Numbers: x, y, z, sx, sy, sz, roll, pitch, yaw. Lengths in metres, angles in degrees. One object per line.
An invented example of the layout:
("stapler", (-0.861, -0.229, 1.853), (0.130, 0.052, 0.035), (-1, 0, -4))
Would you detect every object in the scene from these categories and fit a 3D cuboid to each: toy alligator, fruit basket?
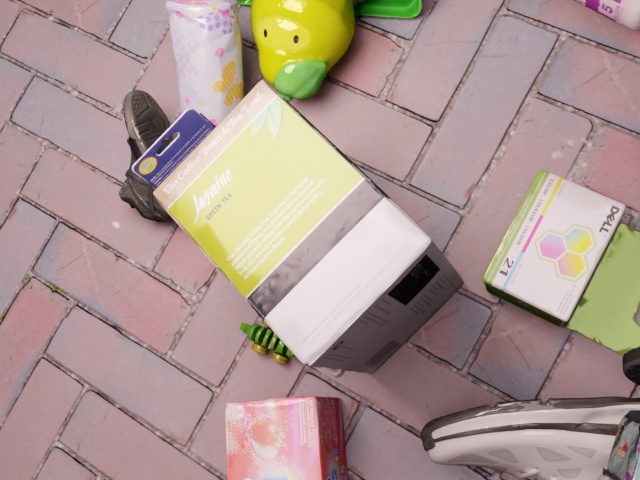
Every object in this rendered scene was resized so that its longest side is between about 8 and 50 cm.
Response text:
("toy alligator", (-0.053, 0.169, 1.213), (0.190, 0.051, 0.056), (22, 85, 20))
("fruit basket", (-0.024, -0.434, 1.241), (0.393, 0.283, 0.391), (-6, 60, 10))

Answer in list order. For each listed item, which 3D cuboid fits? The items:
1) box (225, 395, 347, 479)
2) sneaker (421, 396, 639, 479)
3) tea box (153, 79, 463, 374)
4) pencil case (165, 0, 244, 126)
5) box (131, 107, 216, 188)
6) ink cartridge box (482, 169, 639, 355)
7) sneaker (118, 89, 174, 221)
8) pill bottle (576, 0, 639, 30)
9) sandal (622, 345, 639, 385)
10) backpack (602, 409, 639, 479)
("box", (-0.043, 0.382, 1.111), (0.142, 0.154, 0.299), (-8, 75, 15))
("sneaker", (0.360, 0.336, 0.993), (0.448, 0.169, 0.257), (-5, 75, 13))
("tea box", (0.000, 0.000, 1.087), (0.220, 0.329, 0.323), (-45, 69, 4))
("pencil case", (-0.185, -0.265, 1.247), (0.124, 0.114, 0.273), (25, 127, 38))
("box", (-0.187, -0.109, 1.226), (0.136, 0.225, 0.036), (-45, 46, 3))
("ink cartridge box", (0.391, 0.039, 1.087), (0.255, 0.097, 0.188), (27, 86, 20))
("sneaker", (-0.304, -0.135, 1.301), (0.130, 0.087, 0.227), (-15, 99, 37))
("pill bottle", (0.398, -0.457, 1.154), (0.302, 0.169, 0.169), (37, 90, 21))
("sandal", (0.612, 0.110, 0.957), (0.446, 0.167, 0.107), (-16, 52, 26))
("backpack", (0.404, 0.307, 0.861), (0.166, 0.144, 0.188), (25, 90, 2))
